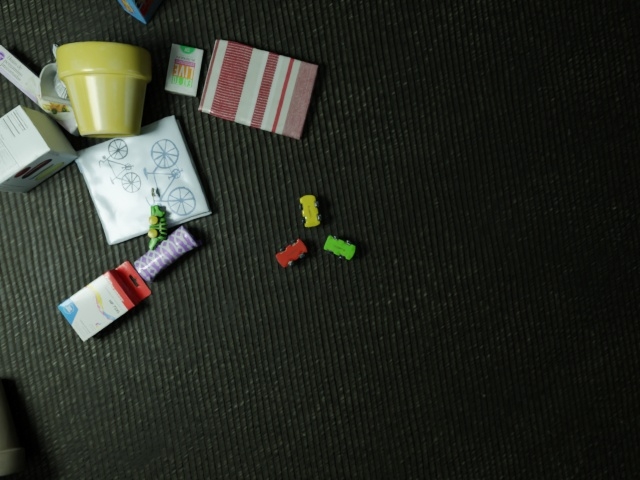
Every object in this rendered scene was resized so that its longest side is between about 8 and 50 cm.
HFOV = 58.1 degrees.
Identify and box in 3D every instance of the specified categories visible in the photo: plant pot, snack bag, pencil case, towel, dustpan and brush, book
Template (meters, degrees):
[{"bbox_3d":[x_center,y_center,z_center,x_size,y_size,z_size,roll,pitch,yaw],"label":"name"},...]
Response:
[{"bbox_3d":[-1.017,0.534,1.631,0.323,0.323,0.281,-8,76,-5],"label":"plant pot"},{"bbox_3d":[-0.544,-0.175,1.767,0.342,0.037,0.323,-21,92,-1],"label":"snack bag"},{"bbox_3d":[-0.467,0.045,1.756,0.206,0.086,0.088,-38,128,-1],"label":"pencil case"},{"bbox_3d":[-0.610,-0.420,1.652,0.253,0.254,0.239,-3,97,-5],"label":"plant pot"},{"bbox_3d":[-0.190,-0.469,1.791,0.328,0.037,0.237,15,92,-3],"label":"towel"},{"bbox_3d":[-0.773,-0.496,1.714,0.060,0.147,0.211,-46,60,32],"label":"dustpan and brush"},{"bbox_3d":[-0.419,-0.521,1.773,0.096,0.035,0.144,9,89,-9],"label":"book"}]

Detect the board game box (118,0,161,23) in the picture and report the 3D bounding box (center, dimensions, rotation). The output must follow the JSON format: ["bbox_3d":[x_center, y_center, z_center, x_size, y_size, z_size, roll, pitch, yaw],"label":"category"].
[{"bbox_3d":[-0.478,-0.811,1.623,0.086,0.302,0.308,32,88,-5],"label":"board game box"}]

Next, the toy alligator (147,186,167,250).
[{"bbox_3d":[-0.483,-0.065,1.725,0.051,0.056,0.190,1,86,-4],"label":"toy alligator"}]

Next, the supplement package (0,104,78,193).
[{"bbox_3d":[-0.850,-0.253,1.647,0.203,0.194,0.149,-34,92,2],"label":"supplement package"}]

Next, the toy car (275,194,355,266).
[{"bbox_3d":[0.000,0.000,1.810,0.224,0.053,0.239,23,90,-6],"label":"toy car"}]

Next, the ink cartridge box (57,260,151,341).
[{"bbox_3d":[-0.649,0.180,1.745,0.231,0.078,0.134,-36,94,-4],"label":"ink cartridge box"}]

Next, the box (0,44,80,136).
[{"bbox_3d":[-0.836,-0.443,1.719,0.324,0.067,0.063,42,87,-4],"label":"box"}]
